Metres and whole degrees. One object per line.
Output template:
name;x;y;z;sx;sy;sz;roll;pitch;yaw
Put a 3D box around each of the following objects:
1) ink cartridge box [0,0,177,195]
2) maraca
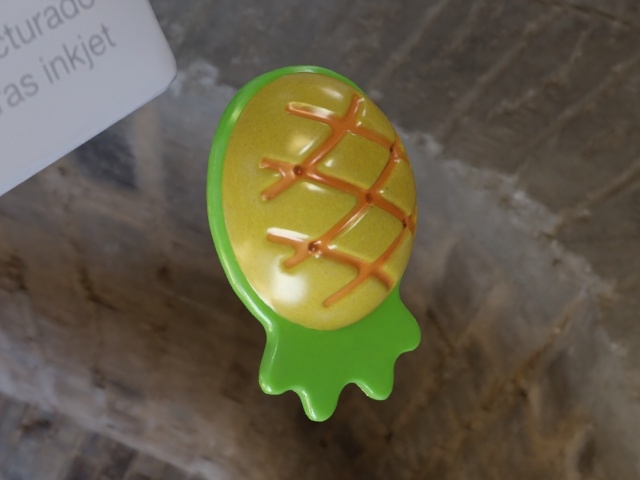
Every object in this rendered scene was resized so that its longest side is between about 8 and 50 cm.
ink cartridge box;-0.250;-0.144;0.282;0.166;0.395;0.285;3;-146;48
maraca;0.000;0.000;0.686;0.099;0.127;0.186;-2;-80;58
